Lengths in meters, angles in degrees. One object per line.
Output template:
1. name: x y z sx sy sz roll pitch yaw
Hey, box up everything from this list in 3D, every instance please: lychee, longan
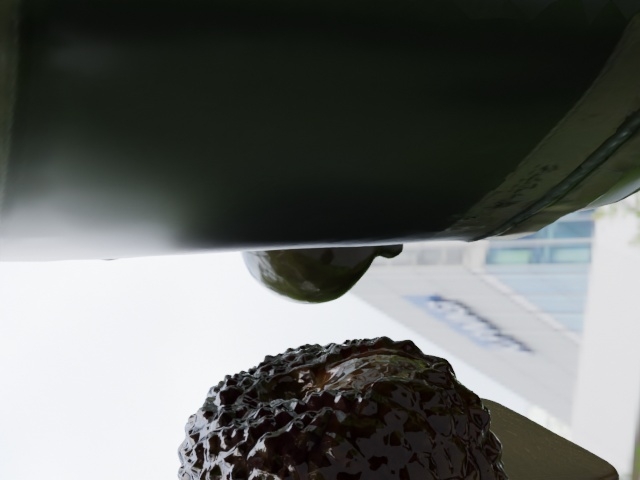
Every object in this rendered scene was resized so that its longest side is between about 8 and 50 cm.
1. lychee: 0.020 0.151 0.797 0.188 0.188 0.188 2 -93 -46
2. longan: 0.000 0.000 1.693 0.185 0.204 0.159 79 -169 -73

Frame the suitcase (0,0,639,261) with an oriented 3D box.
1. suitcase: -0.026 -0.106 0.467 0.433 0.283 0.194 -3 -107 -17

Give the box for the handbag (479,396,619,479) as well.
1. handbag: 0.135 0.189 1.087 0.151 0.193 0.072 -6 -73 -37
